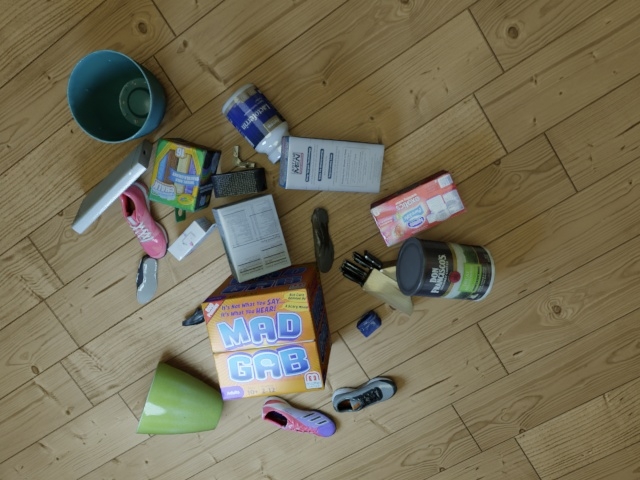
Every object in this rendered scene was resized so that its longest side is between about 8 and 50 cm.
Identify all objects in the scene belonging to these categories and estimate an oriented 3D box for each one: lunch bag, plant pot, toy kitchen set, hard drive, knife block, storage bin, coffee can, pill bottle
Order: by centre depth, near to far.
[{"bbox_3d":[0.430,0.102,1.630,0.275,0.201,0.202,6,103,-17],"label":"coffee can"},{"bbox_3d":[-0.681,-0.491,1.641,0.292,0.235,0.293,1,101,5],"label":"plant pot"},{"bbox_3d":[-0.207,-0.407,1.653,0.153,0.153,0.265,-41,96,12],"label":"pill bottle"},{"bbox_3d":[-0.760,-0.204,1.717,0.353,0.233,0.047,-40,123,12],"label":"hard drive"},{"bbox_3d":[-0.296,-0.214,1.718,0.180,0.122,0.085,-6,102,7],"label":"storage bin"},{"bbox_3d":[-0.283,-0.307,1.724,0.083,0.068,0.075,7,103,4],"label":"toy kitchen set"},{"bbox_3d":[0.207,0.167,1.765,0.241,0.088,0.276,-14,100,9],"label":"knife block"},{"bbox_3d":[0.188,0.317,1.809,0.065,0.067,0.098,45,101,-5],"label":"lunch bag"},{"bbox_3d":[-0.548,0.657,1.878,0.293,0.275,0.275,18,104,-14],"label":"plant pot"}]

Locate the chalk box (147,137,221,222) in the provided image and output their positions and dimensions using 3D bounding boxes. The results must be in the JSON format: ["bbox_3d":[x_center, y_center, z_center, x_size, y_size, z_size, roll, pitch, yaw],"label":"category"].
[{"bbox_3d":[-0.501,-0.212,1.710,0.179,0.180,0.289,17,102,2],"label":"chalk box"}]

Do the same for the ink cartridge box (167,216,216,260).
[{"bbox_3d":[-0.476,-0.022,1.781,0.198,0.115,0.067,-43,94,11],"label":"ink cartridge box"}]

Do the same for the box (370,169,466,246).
[{"bbox_3d":[0.341,-0.117,1.663,0.299,0.142,0.154,-26,98,11],"label":"box"}]

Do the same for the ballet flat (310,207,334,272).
[{"bbox_3d":[0.000,0.000,1.767,0.058,0.084,0.250,5,107,42],"label":"ballet flat"}]

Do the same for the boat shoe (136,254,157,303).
[{"bbox_3d":[-0.703,0.153,1.881,0.065,0.075,0.206,33,115,42],"label":"boat shoe"}]

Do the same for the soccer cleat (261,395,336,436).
[{"bbox_3d":[-0.091,0.740,1.901,0.317,0.116,0.109,21,103,1],"label":"soccer cleat"}]

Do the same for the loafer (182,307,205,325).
[{"bbox_3d":[-0.484,0.299,1.885,0.169,0.062,0.061,-22,77,6],"label":"loafer"}]

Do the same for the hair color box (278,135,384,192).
[{"bbox_3d":[0.038,-0.261,1.615,0.346,0.105,0.174,1,103,-21],"label":"hair color box"}]

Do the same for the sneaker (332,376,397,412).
[{"bbox_3d":[0.176,0.627,1.856,0.271,0.108,0.101,-19,98,8],"label":"sneaker"}]

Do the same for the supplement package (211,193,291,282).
[{"bbox_3d":[-0.252,-0.016,1.686,0.197,0.199,0.263,-18,101,-16],"label":"supplement package"}]

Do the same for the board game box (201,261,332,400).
[{"bbox_3d":[-0.171,0.312,1.696,0.355,0.356,0.357,-9,101,7],"label":"board game box"}]

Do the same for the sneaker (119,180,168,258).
[{"bbox_3d":[-0.692,-0.066,1.782,0.115,0.136,0.314,-19,100,10],"label":"sneaker"}]
